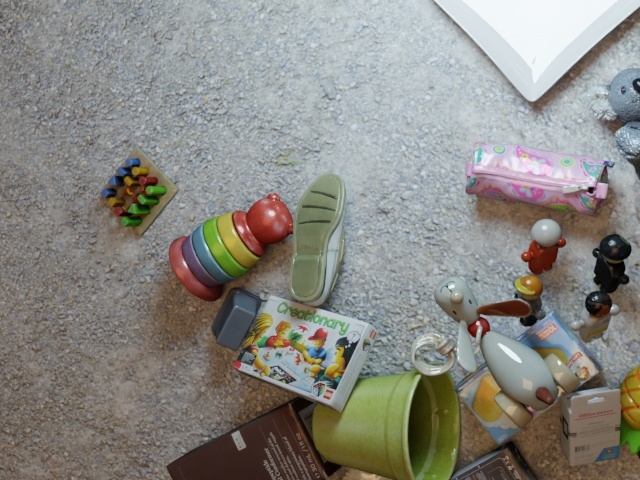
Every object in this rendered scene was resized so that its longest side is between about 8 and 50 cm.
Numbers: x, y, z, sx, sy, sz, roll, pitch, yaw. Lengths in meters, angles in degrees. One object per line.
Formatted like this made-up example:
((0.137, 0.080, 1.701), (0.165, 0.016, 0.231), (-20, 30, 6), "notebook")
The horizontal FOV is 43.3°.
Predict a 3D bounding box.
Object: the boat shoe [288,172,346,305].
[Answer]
((0.000, 0.000, 1.827), (0.113, 0.103, 0.302), (9, 77, 24), "boat shoe")

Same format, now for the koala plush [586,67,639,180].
((0.634, -0.245, 1.566), (0.196, 0.203, 0.221), (-31, 61, 10), "koala plush")

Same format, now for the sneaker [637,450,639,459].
((0.687, 0.382, 1.621), (0.085, 0.058, 0.152), (17, 105, 10), "sneaker")

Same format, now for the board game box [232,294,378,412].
((-0.038, 0.243, 1.782), (0.305, 0.053, 0.193), (11, 67, 41), "board game box")

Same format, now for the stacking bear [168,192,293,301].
((-0.193, 0.001, 1.876), (0.289, 0.164, 0.175), (-31, 82, 14), "stacking bear")

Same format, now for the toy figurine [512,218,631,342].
((0.491, 0.077, 1.586), (0.213, 0.148, 0.209), (18, 56, 19), "toy figurine")

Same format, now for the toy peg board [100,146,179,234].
((-0.468, -0.123, 2.003), (0.160, 0.079, 0.161), (46, 106, 12), "toy peg board")

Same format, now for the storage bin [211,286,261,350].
((-0.194, 0.196, 1.903), (0.098, 0.091, 0.135), (25, 103, -12), "storage bin")

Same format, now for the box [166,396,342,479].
((-0.152, 0.521, 1.887), (0.381, 0.143, 0.191), (-32, 81, 22), "box")

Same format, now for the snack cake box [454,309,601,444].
((0.434, 0.286, 1.692), (0.264, 0.089, 0.152), (-42, 78, 17), "snack cake box")

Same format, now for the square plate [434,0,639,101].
((0.454, -0.523, 1.663), (0.344, 0.049, 0.347), (-43, 79, 16), "square plate")

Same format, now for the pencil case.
((0.443, -0.128, 1.651), (0.284, 0.124, 0.124), (13, 97, 20), "pencil case")

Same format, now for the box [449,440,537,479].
((0.392, 0.572, 1.710), (0.183, 0.056, 0.231), (-37, 78, 21), "box")

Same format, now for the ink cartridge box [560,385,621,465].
((0.542, 0.360, 1.619), (0.104, 0.060, 0.180), (-9, 117, -1), "ink cartridge box")

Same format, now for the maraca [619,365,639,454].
((0.643, 0.331, 1.605), (0.099, 0.127, 0.185), (17, 95, -14), "maraca")

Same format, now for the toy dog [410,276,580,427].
((0.350, 0.220, 1.554), (0.334, 0.161, 0.220), (28, 89, 3), "toy dog")

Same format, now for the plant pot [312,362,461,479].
((0.132, 0.398, 1.736), (0.254, 0.276, 0.276), (-4, 92, 32), "plant pot")

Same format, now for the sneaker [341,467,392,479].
((0.077, 0.561, 1.848), (0.232, 0.090, 0.115), (-26, 77, 11), "sneaker")
